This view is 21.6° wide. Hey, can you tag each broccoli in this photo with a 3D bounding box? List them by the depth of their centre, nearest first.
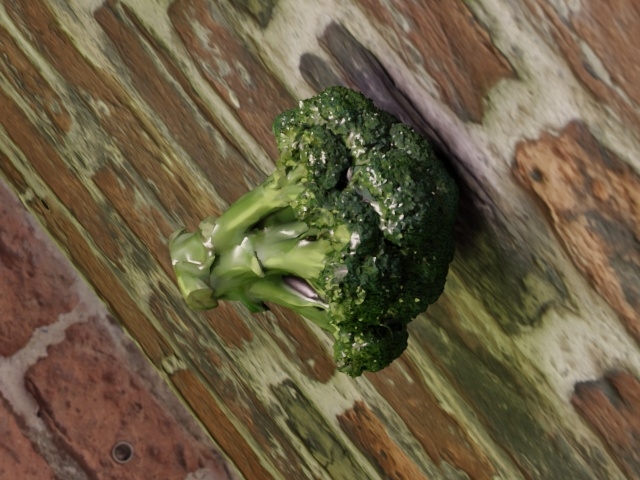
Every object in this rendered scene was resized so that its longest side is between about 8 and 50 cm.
[{"bbox_3d":[0.000,0.000,1.537,0.270,0.270,0.270,163,90,-90],"label":"broccoli"}]
